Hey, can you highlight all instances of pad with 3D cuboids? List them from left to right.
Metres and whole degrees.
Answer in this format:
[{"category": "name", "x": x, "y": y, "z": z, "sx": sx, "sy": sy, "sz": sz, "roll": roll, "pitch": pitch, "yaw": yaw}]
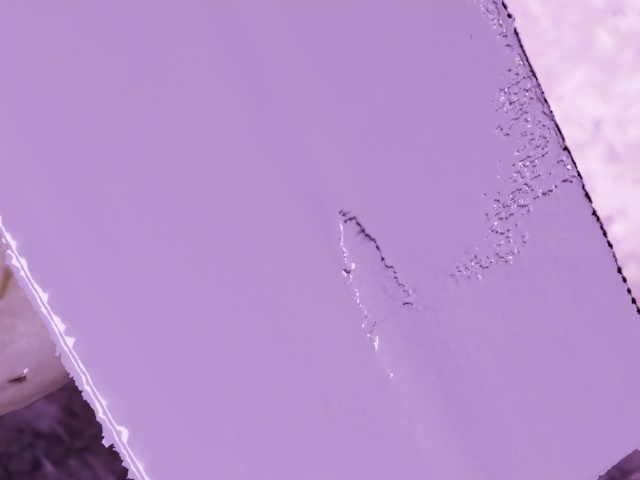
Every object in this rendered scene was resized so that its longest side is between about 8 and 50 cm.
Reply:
[{"category": "pad", "x": 0.000, "y": 0.000, "z": 0.532, "sx": 0.156, "sy": 0.004, "sz": 0.232, "roll": -32, "pitch": 111, "yaw": -14}]

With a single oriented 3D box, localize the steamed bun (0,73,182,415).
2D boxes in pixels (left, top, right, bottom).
[{"category": "steamed bun", "x": -0.150, "y": -0.019, "z": 0.532, "sx": 0.212, "sy": 0.110, "sz": 0.231, "roll": 22, "pitch": 88, "yaw": -20}]
